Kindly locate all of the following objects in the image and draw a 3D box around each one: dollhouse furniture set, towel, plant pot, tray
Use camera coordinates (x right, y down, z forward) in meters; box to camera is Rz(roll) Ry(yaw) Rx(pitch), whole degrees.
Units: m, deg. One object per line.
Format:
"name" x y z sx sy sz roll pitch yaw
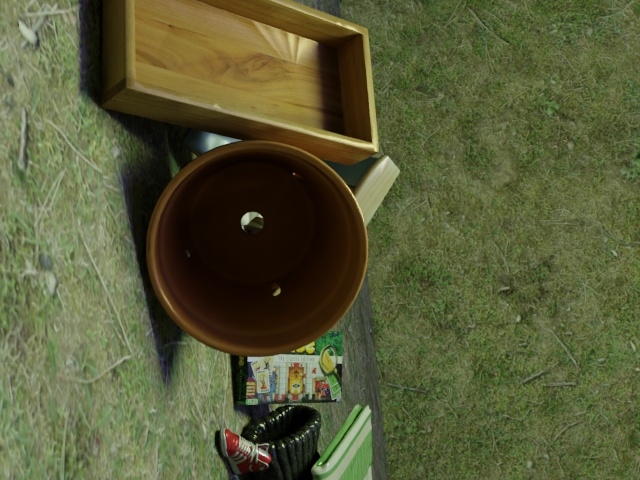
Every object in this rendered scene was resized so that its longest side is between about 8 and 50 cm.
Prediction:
"dollhouse furniture set" -0.079 -0.116 1.421 0.303 0.198 0.286 44 73 -42
"towel" 0.044 0.490 1.667 0.248 0.038 0.324 -42 133 -62
"plant pot" -0.092 -0.008 1.305 0.203 0.291 0.290 -117 -163 -75
"tray" -0.100 -0.240 1.267 0.411 0.076 0.202 10 69 -40

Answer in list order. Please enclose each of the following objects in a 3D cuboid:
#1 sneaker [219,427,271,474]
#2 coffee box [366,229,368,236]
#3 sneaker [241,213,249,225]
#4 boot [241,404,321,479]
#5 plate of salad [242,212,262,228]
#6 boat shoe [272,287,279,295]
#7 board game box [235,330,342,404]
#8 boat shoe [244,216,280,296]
"sneaker" -0.117 0.329 1.464 0.118 0.067 0.042 72 14 -48
"coffee box" 0.000 0.000 2.050 0.297 0.119 0.168 -62 136 -58
"sneaker" -0.140 -0.101 1.668 0.053 0.061 0.152 -63 146 -77
"boot" -0.037 0.412 1.687 0.348 0.131 0.260 -49 132 -77
"plate of salad" -0.061 -0.035 1.783 0.048 0.200 0.199 180 -98 -67
"boat shoe" -0.073 0.049 1.563 0.178 0.060 0.064 -50 129 -13
"board game box" -0.050 0.223 1.654 0.260 0.030 0.136 9 76 -50
"boat shoe" -0.092 0.109 1.703 0.110 0.122 0.341 -46 136 -26
